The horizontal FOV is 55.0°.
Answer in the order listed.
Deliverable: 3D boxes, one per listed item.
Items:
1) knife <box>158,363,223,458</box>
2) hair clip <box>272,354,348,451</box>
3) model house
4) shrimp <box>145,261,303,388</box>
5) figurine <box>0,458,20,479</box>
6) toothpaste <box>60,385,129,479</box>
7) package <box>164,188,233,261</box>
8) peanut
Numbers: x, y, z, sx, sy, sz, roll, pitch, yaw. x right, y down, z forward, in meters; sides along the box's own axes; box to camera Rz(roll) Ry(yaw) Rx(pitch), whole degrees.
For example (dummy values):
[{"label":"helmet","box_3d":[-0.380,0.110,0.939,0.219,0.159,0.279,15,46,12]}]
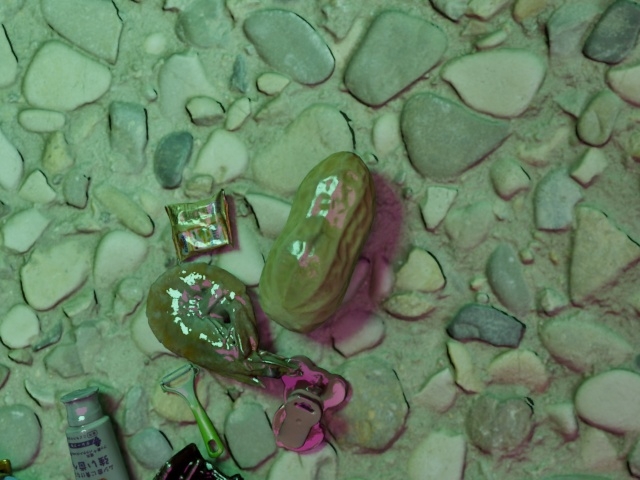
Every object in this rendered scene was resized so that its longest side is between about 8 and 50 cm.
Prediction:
[{"label":"knife","box_3d":[-0.214,0.300,1.076,0.078,0.022,0.166,-31,84,10]},{"label":"hair clip","box_3d":[-0.026,0.285,1.059,0.123,0.102,0.138,20,121,8]},{"label":"model house","box_3d":[-0.208,0.458,1.006,0.164,0.141,0.203,36,94,26]},{"label":"shrimp","box_3d":[-0.160,0.143,1.050,0.317,0.077,0.168,21,89,15]},{"label":"figurine","box_3d":[-0.606,0.499,1.035,0.179,0.154,0.262,0,72,29]},{"label":"toothpaste","box_3d":[-0.382,0.408,1.068,0.113,0.073,0.300,-13,93,5]},{"label":"package","box_3d":[-0.213,-0.026,1.093,0.120,0.031,0.108,-14,85,9]},{"label":"peanut","box_3d":[0.000,0.000,1.017,0.152,0.152,0.313,25,87,6]}]
